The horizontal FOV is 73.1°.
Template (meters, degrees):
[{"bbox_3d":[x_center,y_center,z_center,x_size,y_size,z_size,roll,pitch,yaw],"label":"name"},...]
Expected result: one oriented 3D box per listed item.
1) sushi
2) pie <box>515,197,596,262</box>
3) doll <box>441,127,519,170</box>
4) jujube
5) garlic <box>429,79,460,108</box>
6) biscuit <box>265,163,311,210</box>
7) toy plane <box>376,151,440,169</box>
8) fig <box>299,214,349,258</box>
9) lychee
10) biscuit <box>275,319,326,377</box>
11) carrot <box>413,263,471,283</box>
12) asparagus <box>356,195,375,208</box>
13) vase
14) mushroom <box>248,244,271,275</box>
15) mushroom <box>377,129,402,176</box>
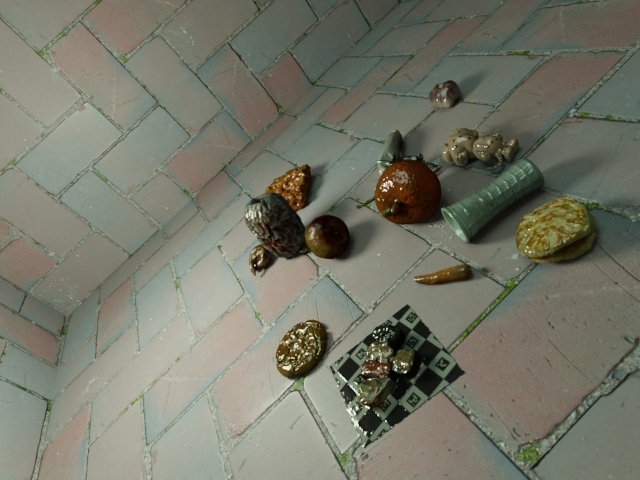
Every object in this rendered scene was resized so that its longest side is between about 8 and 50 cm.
[{"bbox_3d":[0.181,0.355,1.249,0.339,0.069,0.320,-39,32,5],"label":"sushi"},{"bbox_3d":[0.640,-0.023,1.186,0.205,0.084,0.179,-31,32,21],"label":"pie"},{"bbox_3d":[0.588,-0.343,1.613,0.154,0.119,0.278,-50,42,-11],"label":"doll"},{"bbox_3d":[-0.197,-0.066,1.936,0.225,0.317,0.226,-25,30,16],"label":"jujube"},{"bbox_3d":[0.580,-0.690,2.028,0.147,0.102,0.159,-12,42,41],"label":"garlic"},{"bbox_3d":[-0.187,-0.256,2.337,0.318,0.110,0.312,-24,37,27],"label":"biscuit"},{"bbox_3d":[0.352,-0.323,1.770,0.261,0.088,0.192,21,24,25],"label":"toy plane"},{"bbox_3d":[-0.021,0.001,1.795,0.290,0.191,0.191,-16,40,34],"label":"fig"},{"bbox_3d":[0.317,-0.169,1.573,0.255,0.255,0.300,-10,41,41],"label":"lychee"},{"bbox_3d":[-0.071,0.376,1.524,0.225,0.042,0.226,-28,33,21],"label":"biscuit"},{"bbox_3d":[0.380,0.112,1.352,0.191,0.047,0.047,-19,39,39],"label":"carrot"},{"bbox_3d":[0.211,-0.173,1.893,0.127,0.015,0.018,-29,25,20],"label":"asparagus"},{"bbox_3d":[0.551,-0.131,1.375,0.298,0.143,0.143,-35,33,6],"label":"vase"},{"bbox_3d":[-0.293,0.096,2.062,0.135,0.080,0.171,-29,33,42],"label":"mushroom"},{"bbox_3d":[0.321,-0.391,1.946,0.097,0.109,0.352,-15,41,34],"label":"mushroom"}]
